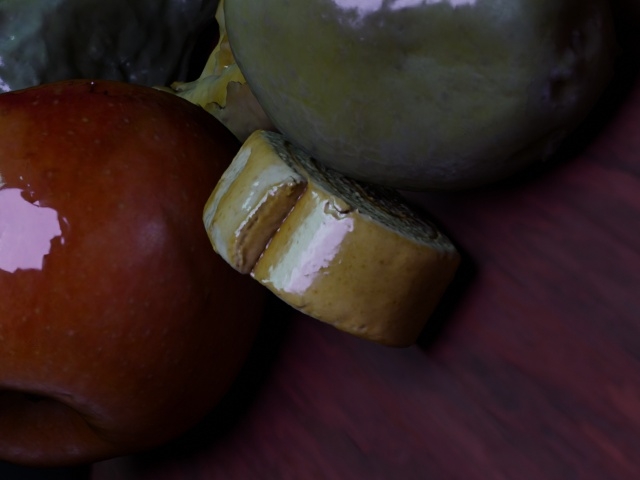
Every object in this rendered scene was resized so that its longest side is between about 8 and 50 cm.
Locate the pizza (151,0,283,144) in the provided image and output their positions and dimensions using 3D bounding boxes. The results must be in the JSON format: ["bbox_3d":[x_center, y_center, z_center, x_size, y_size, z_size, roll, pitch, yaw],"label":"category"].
[{"bbox_3d":[0.043,-0.217,1.218,0.392,0.080,0.435,10,75,64],"label":"pizza"}]

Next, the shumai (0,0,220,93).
[{"bbox_3d":[-0.162,-0.143,1.409,0.222,0.225,0.261,-28,55,22],"label":"shumai"}]

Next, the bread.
[{"bbox_3d":[0.000,0.000,1.038,0.073,0.122,0.149,-61,24,11],"label":"bread"}]

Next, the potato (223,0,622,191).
[{"bbox_3d":[0.045,-0.120,1.004,0.235,0.178,0.160,19,45,36],"label":"potato"}]

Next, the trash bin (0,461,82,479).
[{"bbox_3d":[-0.238,0.229,1.286,0.165,0.115,0.225,-45,27,35],"label":"trash bin"}]

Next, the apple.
[{"bbox_3d":[-0.157,0.024,1.168,0.272,0.251,0.206,-16,66,36],"label":"apple"}]
